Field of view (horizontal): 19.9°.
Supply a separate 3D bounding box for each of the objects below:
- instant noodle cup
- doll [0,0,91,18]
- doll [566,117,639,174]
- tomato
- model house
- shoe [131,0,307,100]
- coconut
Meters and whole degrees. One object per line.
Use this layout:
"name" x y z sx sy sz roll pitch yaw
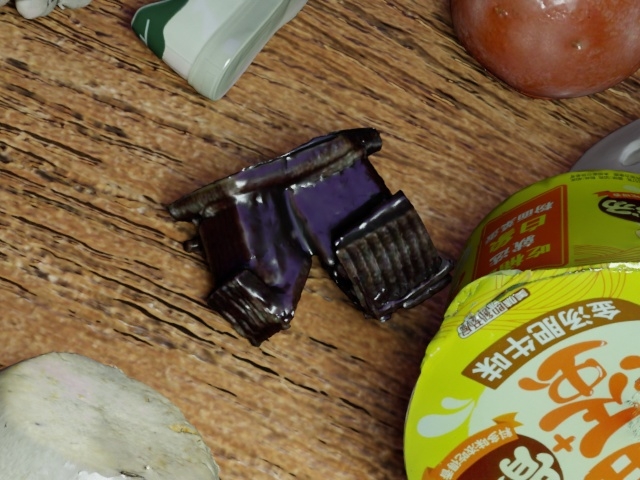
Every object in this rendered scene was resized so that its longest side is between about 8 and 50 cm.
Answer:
"instant noodle cup" 0.211 0.094 1.369 0.311 0.311 0.221 19 27 -7
"doll" -0.283 -0.250 1.584 0.192 0.095 0.149 -19 64 -36
"doll" 0.321 0.007 1.580 0.221 0.221 0.251 12 20 -13
"tomato" 0.223 -0.232 1.715 0.208 0.184 0.208 16 48 -18
"model house" -0.007 0.004 1.491 0.203 0.141 0.164 -22 85 -12
"shoe" -0.071 -0.242 1.665 0.110 0.095 0.265 30 50 4
"coconut" -0.180 0.203 1.181 0.227 0.230 0.227 24 18 -9
